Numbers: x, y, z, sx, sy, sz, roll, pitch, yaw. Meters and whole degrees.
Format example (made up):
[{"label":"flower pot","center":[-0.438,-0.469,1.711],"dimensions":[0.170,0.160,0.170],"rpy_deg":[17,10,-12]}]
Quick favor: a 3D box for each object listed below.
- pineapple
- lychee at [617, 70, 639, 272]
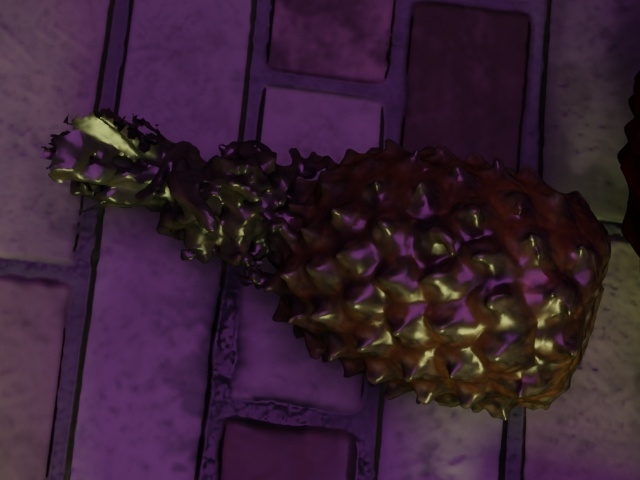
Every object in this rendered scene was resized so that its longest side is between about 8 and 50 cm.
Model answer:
[{"label":"pineapple","center":[0.000,0.000,0.942],"dimensions":[0.361,0.175,0.175],"rpy_deg":[16,75,11]},{"label":"lychee","center":[0.383,-0.052,0.857],"dimensions":[0.424,0.424,0.500],"rpy_deg":[-6,71,-8]}]
